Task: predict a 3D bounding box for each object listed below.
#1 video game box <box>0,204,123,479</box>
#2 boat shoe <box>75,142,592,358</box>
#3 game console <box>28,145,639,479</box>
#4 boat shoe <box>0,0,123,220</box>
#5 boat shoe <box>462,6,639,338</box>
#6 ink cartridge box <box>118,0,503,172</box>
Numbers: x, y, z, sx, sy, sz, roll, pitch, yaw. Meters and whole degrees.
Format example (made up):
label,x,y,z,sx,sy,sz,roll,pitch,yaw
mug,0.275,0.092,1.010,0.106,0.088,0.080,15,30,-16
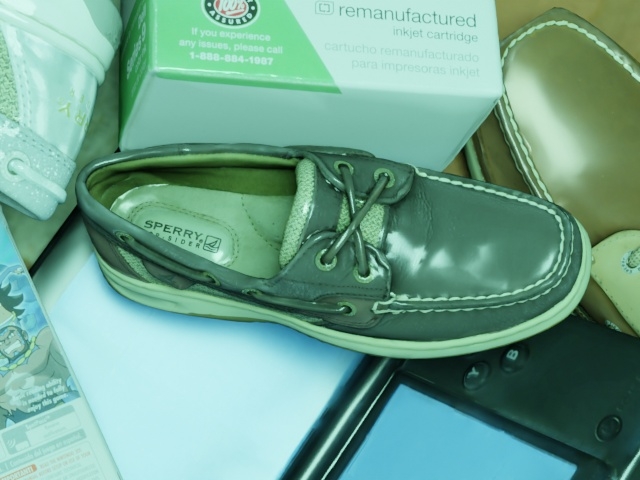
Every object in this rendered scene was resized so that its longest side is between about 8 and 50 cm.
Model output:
label,x,y,z,sx,sy,sz,roll,pitch,yaw
video game box,-0.196,0.103,0.707,0.205,0.048,0.187,-23,66,-11
boat shoe,0.000,-0.001,0.708,0.224,0.073,0.080,5,70,17
game console,-0.032,0.107,0.728,0.173,0.250,0.293,41,78,-35
boat shoe,-0.248,-0.098,0.700,0.320,0.118,0.103,16,77,-6
boat shoe,0.191,0.029,0.803,0.123,0.120,0.324,-36,95,-13
ink cartridge box,-0.009,-0.147,0.758,0.154,0.093,0.212,4,67,-13
